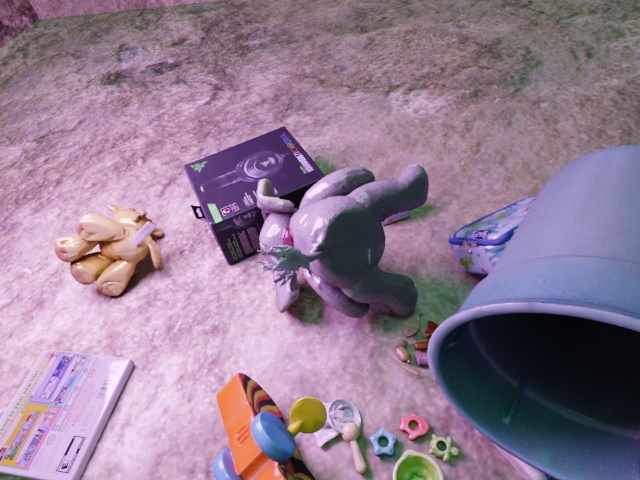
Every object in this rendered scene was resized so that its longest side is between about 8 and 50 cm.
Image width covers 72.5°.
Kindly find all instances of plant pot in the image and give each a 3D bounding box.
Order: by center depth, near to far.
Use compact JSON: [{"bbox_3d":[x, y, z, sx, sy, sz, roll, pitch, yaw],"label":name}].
[{"bbox_3d":[0.356,0.078,0.530,0.341,0.341,0.334,20,52,26],"label":"plant pot"}]

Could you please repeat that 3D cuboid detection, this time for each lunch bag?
[{"bbox_3d":[0.361,-0.012,0.805,0.219,0.090,0.176,-24,6,-10],"label":"lunch bag"},{"bbox_3d":[0.158,-0.081,0.953,0.071,0.083,0.053,-17,47,-6],"label":"lunch bag"}]

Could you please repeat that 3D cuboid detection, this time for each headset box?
[{"bbox_3d":[-0.154,-0.109,1.006,0.283,0.131,0.246,-24,48,-11],"label":"headset box"}]

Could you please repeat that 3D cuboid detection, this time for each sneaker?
[{"bbox_3d":[0.283,0.263,0.630,0.084,0.058,0.152,-33,55,-12],"label":"sneaker"}]

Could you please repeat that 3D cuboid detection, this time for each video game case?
[{"bbox_3d":[-0.459,0.298,0.763,0.193,0.023,0.212,2,49,12],"label":"video game case"}]

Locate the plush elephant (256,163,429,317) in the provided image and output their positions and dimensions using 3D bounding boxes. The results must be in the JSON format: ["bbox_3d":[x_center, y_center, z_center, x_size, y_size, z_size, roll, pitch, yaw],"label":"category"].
[{"bbox_3d":[0.000,0.000,0.806,0.329,0.272,0.255,-7,12,-29],"label":"plush elephant"}]

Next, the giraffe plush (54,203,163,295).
[{"bbox_3d":[-0.440,-0.008,0.963,0.210,0.181,0.170,-26,26,0],"label":"giraffe plush"}]

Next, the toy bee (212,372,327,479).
[{"bbox_3d":[-0.067,0.328,0.602,0.195,0.162,0.298,-35,29,21],"label":"toy bee"}]

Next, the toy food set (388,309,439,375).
[{"bbox_3d":[0.170,0.181,0.758,0.078,0.019,0.122,22,48,27],"label":"toy food set"}]

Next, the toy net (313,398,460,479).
[{"bbox_3d":[0.082,0.289,0.655,0.232,0.045,0.122,22,56,28],"label":"toy net"}]
